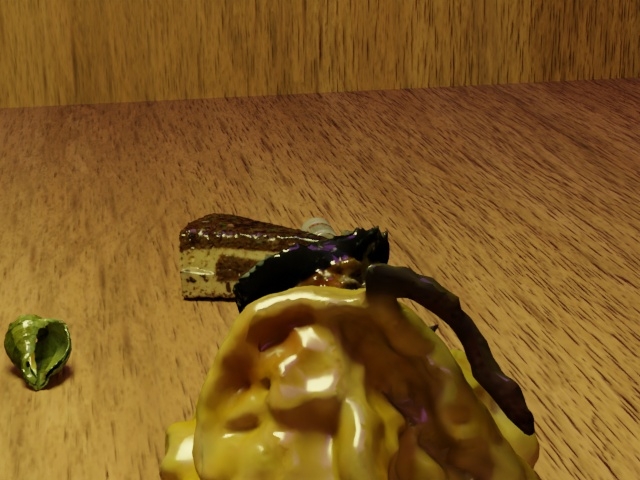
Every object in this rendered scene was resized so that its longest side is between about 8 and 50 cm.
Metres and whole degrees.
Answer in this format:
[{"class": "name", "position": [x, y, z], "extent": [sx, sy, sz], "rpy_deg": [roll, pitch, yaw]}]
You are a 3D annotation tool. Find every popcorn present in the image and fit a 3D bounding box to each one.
[{"class": "popcorn", "position": [0.043, 0.189, 1.061], "extent": [0.349, 0.381, 0.349], "rpy_deg": [9, 30, -6]}]

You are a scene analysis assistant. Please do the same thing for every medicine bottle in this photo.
[{"class": "medicine bottle", "position": [0.000, 0.000, 2.097], "extent": [0.057, 0.057, 0.089], "rpy_deg": [-4, 18, -9]}]

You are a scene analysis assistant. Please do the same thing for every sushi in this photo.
[{"class": "sushi", "position": [0.016, 0.111, 1.570], "extent": [0.238, 0.218, 0.225], "rpy_deg": [-30, -15, -5]}]

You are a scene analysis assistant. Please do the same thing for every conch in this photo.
[{"class": "conch", "position": [-0.364, 0.139, 1.647], "extent": [0.089, 0.074, 0.121], "rpy_deg": [-35, 42, 9]}]

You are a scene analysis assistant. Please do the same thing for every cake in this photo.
[{"class": "cake", "position": [-0.086, 0.024, 1.940], "extent": [0.246, 0.112, 0.135], "rpy_deg": [2, 16, 8]}]
